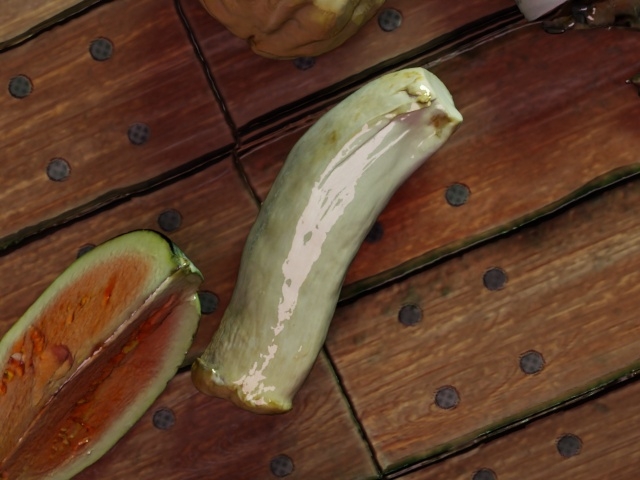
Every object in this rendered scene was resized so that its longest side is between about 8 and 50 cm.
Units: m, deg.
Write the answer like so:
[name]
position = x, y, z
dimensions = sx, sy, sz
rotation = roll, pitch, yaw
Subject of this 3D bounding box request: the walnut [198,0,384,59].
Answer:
[walnut]
position = -0.016, -0.273, 1.348
dimensions = 0.198, 0.198, 0.245
rotation = 27, 102, 2

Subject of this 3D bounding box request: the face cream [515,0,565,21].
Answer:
[face cream]
position = 0.142, -0.374, 1.338
dimensions = 0.145, 0.145, 0.370
rotation = -30, 94, 9

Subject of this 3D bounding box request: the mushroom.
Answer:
[mushroom]
position = 0.000, 0.000, 1.423
dimensions = 0.123, 0.095, 0.351
rotation = 37, 104, 27

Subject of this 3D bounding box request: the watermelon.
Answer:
[watermelon]
position = -0.200, 0.124, 1.450
dimensions = 0.128, 0.159, 0.303
rotation = 38, 98, -30

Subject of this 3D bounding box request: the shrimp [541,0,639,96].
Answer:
[shrimp]
position = 0.321, -0.169, 1.372
dimensions = 0.254, 0.059, 0.145
rotation = -13, 112, 31
